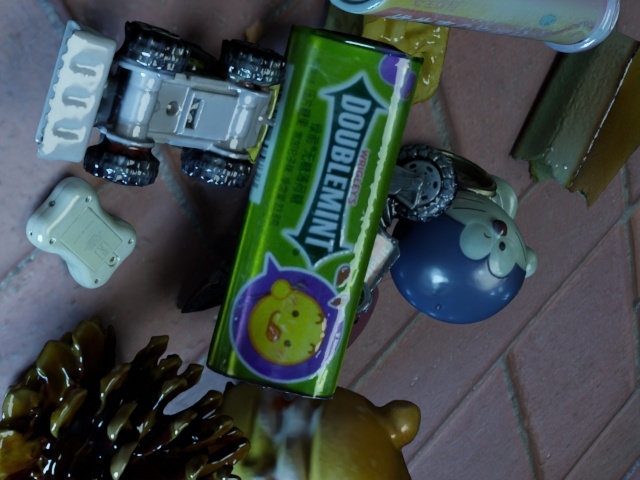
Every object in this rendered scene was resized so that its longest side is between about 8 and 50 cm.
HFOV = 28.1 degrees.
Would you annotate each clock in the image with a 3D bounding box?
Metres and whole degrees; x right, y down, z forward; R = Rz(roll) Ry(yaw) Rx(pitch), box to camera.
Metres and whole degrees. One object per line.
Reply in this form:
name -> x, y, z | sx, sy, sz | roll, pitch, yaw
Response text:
clock -> 0.161, -0.003, 1.475 | 0.146, 0.200, 0.243 | -57, -171, 25

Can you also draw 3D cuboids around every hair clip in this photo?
hair clip -> 0.031, 0.108, 1.615 | 0.137, 0.022, 0.054 | -53, 146, -5

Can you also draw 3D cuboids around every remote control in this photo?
remote control -> -0.216, -0.006, 1.161 | 0.074, 0.032, 0.122 | -50, 149, -10

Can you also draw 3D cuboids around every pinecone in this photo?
pinecone -> -0.186, 0.214, 1.197 | 0.264, 0.264, 0.264 | -34, 143, -32

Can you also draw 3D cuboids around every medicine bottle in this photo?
medicine bottle -> 0.158, -0.255, 1.274 | 0.426, 0.108, 0.108 | -5, 122, -52

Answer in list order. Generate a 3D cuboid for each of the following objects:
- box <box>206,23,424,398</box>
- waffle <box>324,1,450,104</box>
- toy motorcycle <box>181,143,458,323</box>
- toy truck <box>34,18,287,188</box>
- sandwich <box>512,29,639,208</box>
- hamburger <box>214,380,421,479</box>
box -> -0.006, -0.029, 1.233 | 0.097, 0.134, 0.345 | -110, -145, -82
waffle -> 0.079, -0.253, 1.315 | 0.168, 0.057, 0.274 | -26, 138, -41
toy motorcycle -> 0.000, 0.000, 1.350 | 0.307, 0.173, 0.108 | -50, 177, -1
toy truck -> -0.139, -0.119, 1.089 | 0.286, 0.111, 0.136 | 2, 110, -53
sandwich -> 0.352, -0.160, 1.724 | 0.186, 0.108, 0.220 | -48, 150, -15
hamburger -> -0.001, 0.293, 1.449 | 0.276, 0.237, 0.276 | -1, 90, -83
